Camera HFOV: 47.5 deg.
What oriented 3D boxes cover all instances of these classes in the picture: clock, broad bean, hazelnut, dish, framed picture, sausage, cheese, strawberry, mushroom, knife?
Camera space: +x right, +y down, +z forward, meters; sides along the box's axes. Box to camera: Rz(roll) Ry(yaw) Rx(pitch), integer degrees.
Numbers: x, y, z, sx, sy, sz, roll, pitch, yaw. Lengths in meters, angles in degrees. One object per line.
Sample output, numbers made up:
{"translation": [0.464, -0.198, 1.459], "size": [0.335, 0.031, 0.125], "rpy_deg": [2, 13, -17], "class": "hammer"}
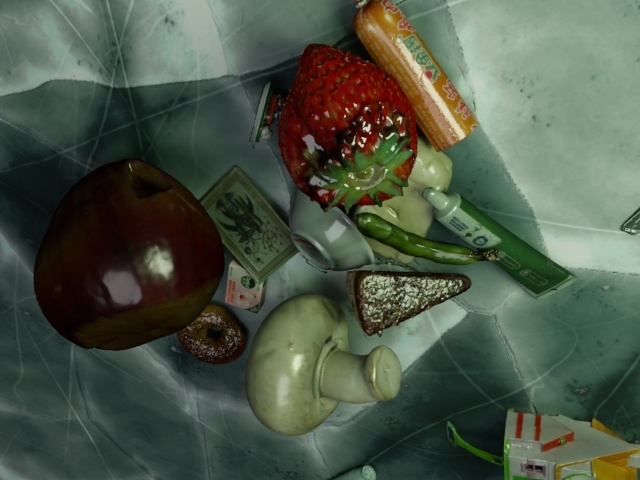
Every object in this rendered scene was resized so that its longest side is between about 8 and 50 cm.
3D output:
{"translation": [0.573, 0.513, 1.630], "size": [0.309, 0.166, 0.235], "rpy_deg": [1, 123, 19], "class": "clock"}
{"translation": [0.177, -0.002, 1.345], "size": [0.292, 0.049, 0.144], "rpy_deg": [15, 168, -18], "class": "broad bean"}
{"translation": [-0.399, 0.043, 1.570], "size": [0.402, 0.402, 0.429], "rpy_deg": [39, 134, -8], "class": "hazelnut"}
{"translation": [0.000, 0.000, 1.481], "size": [0.229, 0.081, 0.229], "rpy_deg": [39, 161, 16], "class": "dish"}
{"translation": [-0.159, -0.030, 1.604], "size": [0.231, 0.010, 0.173], "rpy_deg": [48, 125, 0], "class": "framed picture"}
{"translation": [0.155, -0.303, 1.272], "size": [0.093, 0.093, 0.312], "rpy_deg": [-27, 110, 33], "class": "sausage"}
{"translation": [0.154, -0.083, 1.426], "size": [0.159, 0.093, 0.263], "rpy_deg": [21, 128, 1], "class": "cheese"}
{"translation": [0.041, -0.208, 1.263], "size": [0.238, 0.288, 0.250], "rpy_deg": [8, 134, -34], "class": "strawberry"}
{"translation": [-0.032, 0.263, 1.576], "size": [0.315, 0.315, 0.356], "rpy_deg": [36, 155, -5], "class": "mushroom"}
{"translation": [0.369, 0.500, 1.748], "size": [0.166, 0.022, 0.078], "rpy_deg": [23, 140, 42], "class": "knife"}

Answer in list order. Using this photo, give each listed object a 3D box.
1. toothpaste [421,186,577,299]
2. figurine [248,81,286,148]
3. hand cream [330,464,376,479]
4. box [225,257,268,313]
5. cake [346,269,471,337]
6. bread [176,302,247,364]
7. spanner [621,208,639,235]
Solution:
{"translation": [0.338, 0.004, 1.395], "size": [0.392, 0.061, 0.098], "rpy_deg": [33, 131, -27], "class": "toothpaste"}
{"translation": [-0.051, -0.223, 1.403], "size": [0.153, 0.132, 0.132], "rpy_deg": [15, 128, -6], "class": "figurine"}
{"translation": [0.034, 0.701, 2.047], "size": [0.085, 0.058, 0.331], "rpy_deg": [30, 136, -22], "class": "hand cream"}
{"translation": [-0.173, 0.103, 1.712], "size": [0.089, 0.043, 0.125], "rpy_deg": [17, 128, 9], "class": "box"}
{"translation": [0.170, 0.080, 1.467], "size": [0.246, 0.112, 0.135], "rpy_deg": [-26, 102, -5], "class": "cake"}
{"translation": [-0.278, 0.237, 1.835], "size": [0.193, 0.064, 0.193], "rpy_deg": [8, 123, 13], "class": "bread"}
{"translation": [0.638, -0.118, 1.255], "size": [0.093, 0.026, 0.325], "rpy_deg": [32, 129, -2], "class": "spanner"}
